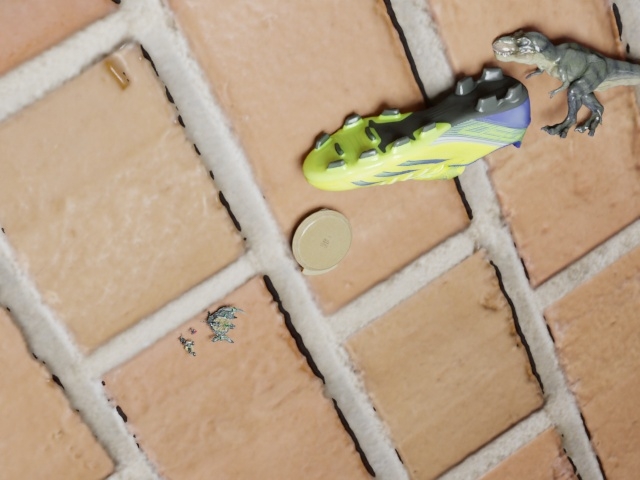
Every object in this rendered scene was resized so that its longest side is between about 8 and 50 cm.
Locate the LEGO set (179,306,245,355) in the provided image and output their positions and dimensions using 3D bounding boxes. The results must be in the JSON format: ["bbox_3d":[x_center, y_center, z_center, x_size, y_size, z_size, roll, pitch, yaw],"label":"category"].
[{"bbox_3d":[-0.127,0.101,1.652,0.083,0.023,0.054,-17,122,-5],"label":"LEGO set"}]

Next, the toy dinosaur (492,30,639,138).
[{"bbox_3d":[0.320,-0.185,1.714,0.268,0.064,0.118,3,108,-34],"label":"toy dinosaur"}]

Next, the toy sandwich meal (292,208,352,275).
[{"bbox_3d":[0.000,0.000,1.659,0.086,0.029,0.085,-11,117,-22],"label":"toy sandwich meal"}]

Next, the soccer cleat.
[{"bbox_3d":[0.118,-0.102,1.627,0.289,0.093,0.121,-22,132,-16],"label":"soccer cleat"}]
